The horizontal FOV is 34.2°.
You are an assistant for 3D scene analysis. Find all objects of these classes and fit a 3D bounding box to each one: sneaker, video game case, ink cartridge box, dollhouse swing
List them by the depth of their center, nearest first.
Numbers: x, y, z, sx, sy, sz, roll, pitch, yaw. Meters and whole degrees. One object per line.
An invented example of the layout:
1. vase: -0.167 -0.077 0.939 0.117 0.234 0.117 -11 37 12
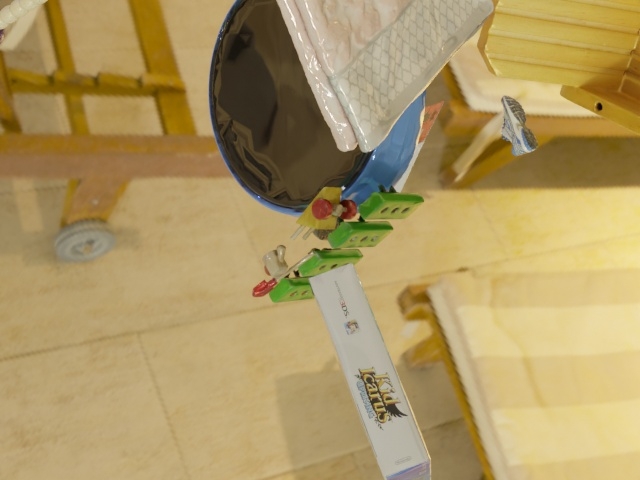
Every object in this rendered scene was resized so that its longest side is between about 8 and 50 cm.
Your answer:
1. video game case: 0.066 0.183 1.274 0.061 0.269 0.244 -22 70 -2
2. dollhouse swing: 0.482 -0.353 1.635 0.305 0.346 0.315 -4 30 -37
3. sneaker: -0.002 -0.040 1.730 0.089 0.051 0.170 42 4 21
4. ink cartridge box: 0.132 -0.155 1.922 0.066 0.189 0.232 22 89 -10
5. sneaker: 0.387 -0.231 2.108 0.052 0.058 0.135 7 58 -44

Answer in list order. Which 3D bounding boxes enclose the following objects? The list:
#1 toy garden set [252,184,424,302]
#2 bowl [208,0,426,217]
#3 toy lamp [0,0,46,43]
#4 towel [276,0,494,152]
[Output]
1. toy garden set: 0.000 0.000 1.462 0.204 0.244 0.049 -2 55 -53
2. bowl: -0.021 -0.220 1.546 0.077 0.391 0.391 -8 64 -48
3. toy lamp: -0.467 -0.402 1.719 0.080 0.275 0.080 31 49 -45
4. towel: 0.068 -0.305 1.103 0.332 0.053 0.317 -49 129 -38
